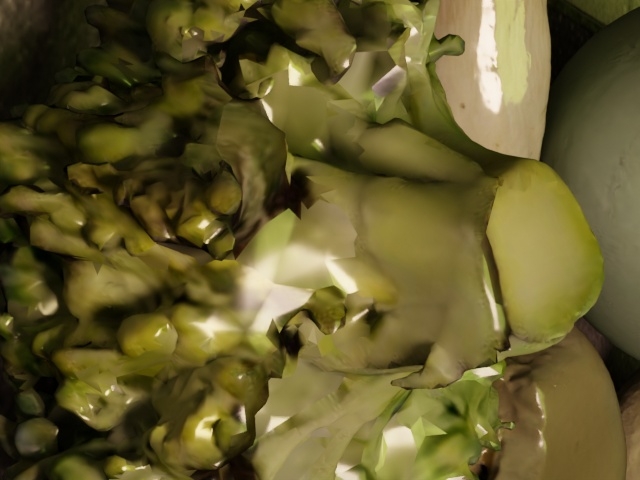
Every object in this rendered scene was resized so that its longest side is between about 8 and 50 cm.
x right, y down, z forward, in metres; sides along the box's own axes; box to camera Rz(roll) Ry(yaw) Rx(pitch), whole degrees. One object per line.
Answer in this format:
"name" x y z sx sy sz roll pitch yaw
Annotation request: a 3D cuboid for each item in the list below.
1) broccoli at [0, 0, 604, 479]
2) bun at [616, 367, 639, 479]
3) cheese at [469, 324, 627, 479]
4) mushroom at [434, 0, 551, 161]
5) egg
"broccoli" -0.018 0.006 0.965 0.334 0.272 0.324 -10 64 -50
"bun" 0.286 0.211 1.509 0.273 0.168 0.273 -3 93 -49
"cheese" 0.130 0.158 1.324 0.202 0.091 0.175 -44 128 -46
"mushroom" 0.100 -0.171 1.228 0.123 0.095 0.351 -26 120 -73
"egg" 0.292 -0.037 1.372 0.389 0.276 0.276 8 88 -57
